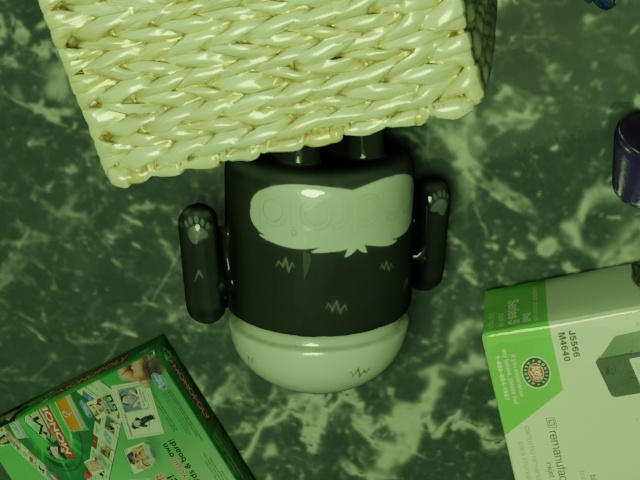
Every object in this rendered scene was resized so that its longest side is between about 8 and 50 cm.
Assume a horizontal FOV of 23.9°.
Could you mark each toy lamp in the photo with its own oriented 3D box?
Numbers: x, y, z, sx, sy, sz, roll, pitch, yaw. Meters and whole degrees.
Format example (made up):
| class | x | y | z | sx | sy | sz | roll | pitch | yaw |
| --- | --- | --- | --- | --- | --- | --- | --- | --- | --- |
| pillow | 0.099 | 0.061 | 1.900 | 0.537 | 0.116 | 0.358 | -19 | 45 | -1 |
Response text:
| class | x | y | z | sx | sy | sz | roll | pitch | yaw |
| --- | --- | --- | --- | --- | --- | --- | --- | --- | --- |
| toy lamp | 0.309 | -0.143 | 1.281 | 0.080 | 0.080 | 0.275 | 16 | 132 | 2 |

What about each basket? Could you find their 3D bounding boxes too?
| class | x | y | z | sx | sy | sz | roll | pitch | yaw |
| --- | --- | --- | --- | --- | --- | --- | --- | --- | --- |
| basket | -0.038 | -0.243 | 1.203 | 0.328 | 0.331 | 0.266 | -11 | 113 | 12 |

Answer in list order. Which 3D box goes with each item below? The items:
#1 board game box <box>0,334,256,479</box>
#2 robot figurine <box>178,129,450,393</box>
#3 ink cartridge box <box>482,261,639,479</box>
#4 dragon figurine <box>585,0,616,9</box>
| class | x | y | z | sx | sy | sz | roll | pitch | yaw |
| --- | --- | --- | --- | --- | --- | --- | --- | --- | --- |
| board game box | -0.171 | 0.276 | 1.547 | 0.213 | 0.046 | 0.317 | -26 | 104 | 17 |
| robot figurine | -0.003 | 0.000 | 1.361 | 0.209 | 0.173 | 0.278 | 6 | 110 | 17 |
| ink cartridge box | 0.302 | 0.128 | 1.390 | 0.273 | 0.115 | 0.198 | -11 | 107 | 12 |
| dragon figurine | 0.184 | -0.311 | 1.230 | 0.289 | 0.085 | 0.144 | 39 | 91 | -35 |
